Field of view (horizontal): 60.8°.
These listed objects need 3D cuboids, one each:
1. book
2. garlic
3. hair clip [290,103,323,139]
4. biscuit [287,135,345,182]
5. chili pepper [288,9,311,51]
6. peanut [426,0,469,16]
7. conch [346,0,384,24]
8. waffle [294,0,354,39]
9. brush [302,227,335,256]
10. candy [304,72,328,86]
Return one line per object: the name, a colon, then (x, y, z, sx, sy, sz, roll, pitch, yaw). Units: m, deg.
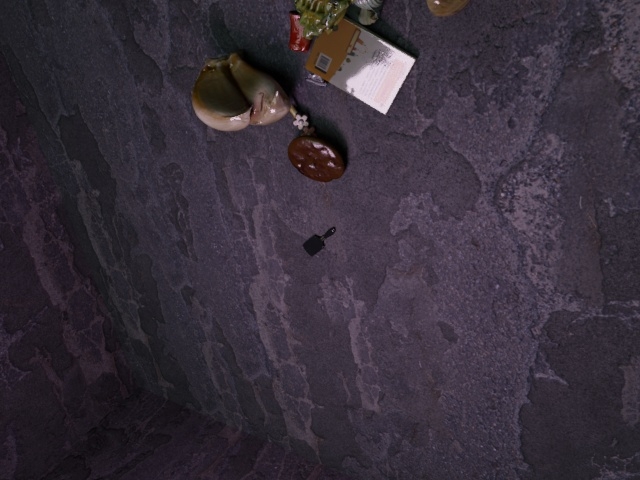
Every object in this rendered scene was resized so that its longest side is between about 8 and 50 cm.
book: (0.114, -0.530, 1.630, 0.295, 0.020, 0.208, 31, 135, 0)
garlic: (-0.260, -0.478, 1.808, 0.313, 0.286, 0.249, 51, 130, 20)
hair clip: (-0.045, -0.375, 1.870, 0.062, 0.056, 0.214, -33, 98, 11)
biscuit: (-0.016, -0.277, 1.877, 0.212, 0.036, 0.212, 16, 147, 11)
chili pepper: (-0.064, -0.645, 1.693, 0.070, 0.073, 0.123, -117, 27, -51)
peanut: (0.351, -0.670, 1.336, 0.137, 0.122, 0.253, 55, 133, 7)
conch: (0.127, -0.672, 1.512, 0.153, 0.102, 0.135, 39, 160, 57)
waffle: (0.027, -0.722, 1.492, 0.317, 0.073, 0.298, -26, 64, 54)
brush: (0.000, 0.000, 2.113, 0.063, 0.016, 0.193, 50, 135, -3)
candy: (0.027, -0.565, 1.691, 0.094, 0.051, 0.226, 43, 135, 0)
